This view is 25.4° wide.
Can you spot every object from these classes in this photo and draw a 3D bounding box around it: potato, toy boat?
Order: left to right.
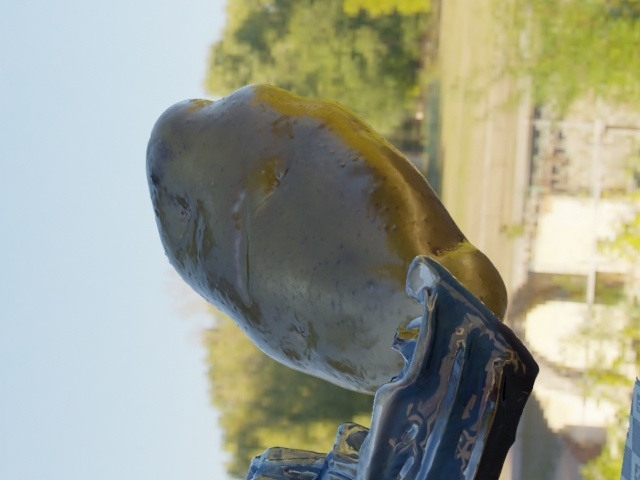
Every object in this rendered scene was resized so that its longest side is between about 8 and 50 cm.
[{"bbox_3d":[0.000,0.000,1.144,0.195,0.369,0.176,-50,-40,-6],"label":"potato"},{"bbox_3d":[0.026,0.149,0.857,0.129,0.142,0.309,-59,-12,-67],"label":"toy boat"}]

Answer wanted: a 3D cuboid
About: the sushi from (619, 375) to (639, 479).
[{"bbox_3d":[0.359,0.303,1.545,0.279,0.043,0.193,-109,17,-60],"label":"sushi"}]
